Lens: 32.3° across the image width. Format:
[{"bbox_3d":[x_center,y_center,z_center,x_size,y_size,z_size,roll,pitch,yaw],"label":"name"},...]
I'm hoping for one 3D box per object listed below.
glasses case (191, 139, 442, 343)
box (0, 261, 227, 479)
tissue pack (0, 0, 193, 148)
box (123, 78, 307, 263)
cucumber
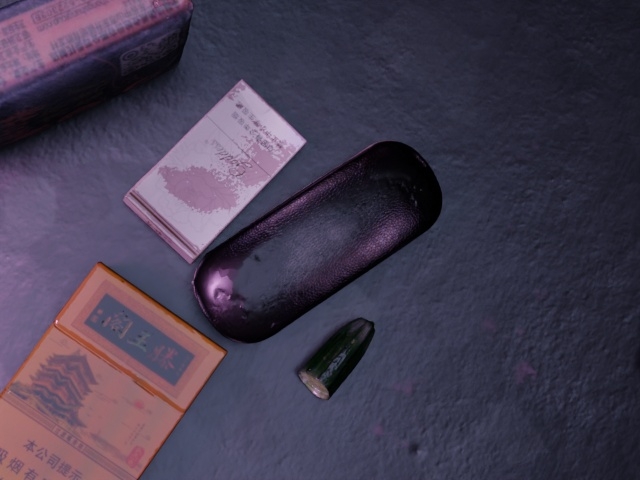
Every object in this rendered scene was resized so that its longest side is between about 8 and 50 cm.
[{"bbox_3d":[0.000,0.000,1.262,0.314,0.075,0.122,-34,93,-12],"label":"glasses case"},{"bbox_3d":[-0.251,0.183,1.197,0.174,0.076,0.274,36,79,-6],"label":"box"},{"bbox_3d":[-0.291,-0.181,1.148,0.316,0.228,0.103,-26,90,-12],"label":"tissue pack"},{"bbox_3d":[-0.120,-0.081,1.272,0.109,0.029,0.198,44,77,-4],"label":"box"},{"bbox_3d":[0.023,0.130,1.269,0.048,0.048,0.105,41,76,-4],"label":"cucumber"}]
